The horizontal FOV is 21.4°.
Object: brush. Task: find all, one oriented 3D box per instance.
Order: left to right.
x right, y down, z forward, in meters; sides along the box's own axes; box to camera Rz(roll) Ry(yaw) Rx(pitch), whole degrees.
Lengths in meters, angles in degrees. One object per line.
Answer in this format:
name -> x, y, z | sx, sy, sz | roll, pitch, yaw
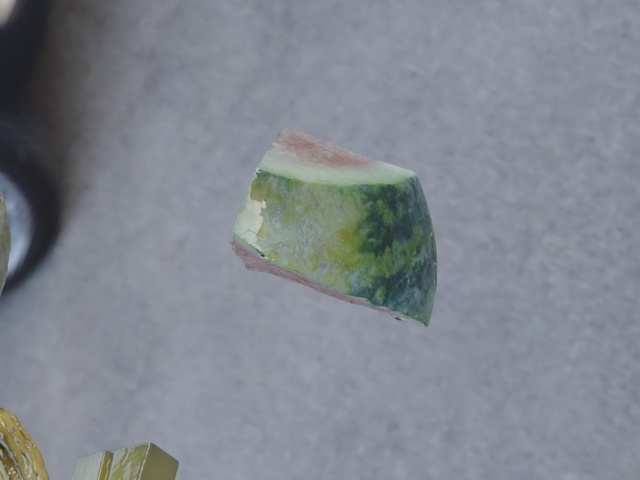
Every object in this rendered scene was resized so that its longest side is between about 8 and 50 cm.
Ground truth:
brush -> -0.203, 0.305, 1.566 | 0.103, 0.047, 0.233 | -18, 48, 37

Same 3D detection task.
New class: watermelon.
watermelon -> 0.000, 0.000, 1.945 | 0.232, 0.310, 0.193 | 45, 122, 51

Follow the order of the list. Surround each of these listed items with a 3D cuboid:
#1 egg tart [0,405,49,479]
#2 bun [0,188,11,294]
egg tart -> -0.455, 0.323, 2.061 | 0.107, 0.291, 0.291 | -86, 20, -86
bun -> -0.440, -0.036, 1.549 | 0.365, 0.365, 0.219 | -35, 23, 43
